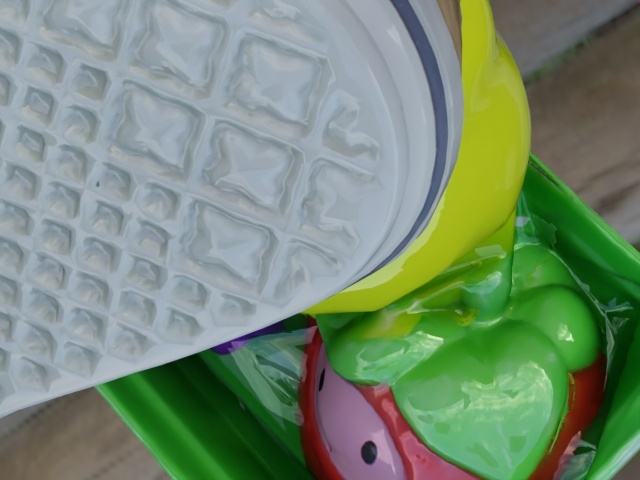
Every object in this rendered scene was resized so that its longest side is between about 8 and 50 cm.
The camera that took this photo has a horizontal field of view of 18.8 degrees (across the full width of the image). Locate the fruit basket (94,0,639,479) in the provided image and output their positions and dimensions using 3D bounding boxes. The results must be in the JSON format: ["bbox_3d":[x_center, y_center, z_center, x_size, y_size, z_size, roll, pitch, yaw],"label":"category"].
[{"bbox_3d":[0.000,0.000,0.951,0.392,0.392,0.283,41,95,-21],"label":"fruit basket"}]

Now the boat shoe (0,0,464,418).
[{"bbox_3d":[-0.162,-0.021,0.640,0.500,0.156,0.187,-17,116,31],"label":"boat shoe"}]

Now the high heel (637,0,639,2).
[{"bbox_3d":[0.071,-0.007,0.318,0.127,0.377,0.181,35,98,-26],"label":"high heel"}]
